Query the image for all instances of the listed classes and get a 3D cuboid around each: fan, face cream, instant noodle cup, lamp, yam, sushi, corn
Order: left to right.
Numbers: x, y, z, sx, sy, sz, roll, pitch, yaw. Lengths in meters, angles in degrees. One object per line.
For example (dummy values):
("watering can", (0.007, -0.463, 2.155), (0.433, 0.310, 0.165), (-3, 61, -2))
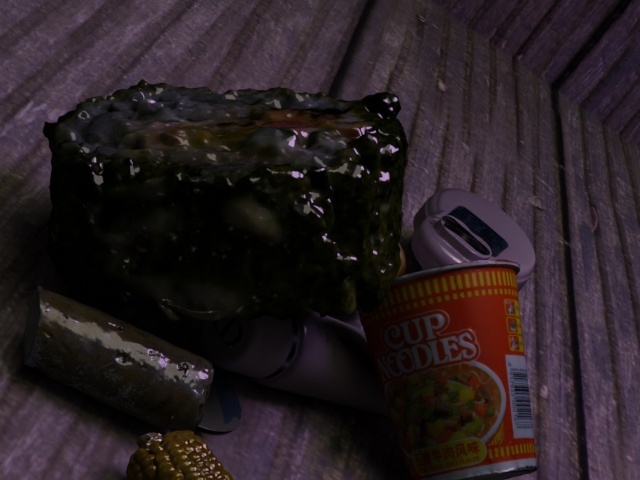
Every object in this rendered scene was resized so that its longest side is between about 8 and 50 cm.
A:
("yam", (-0.181, 0.108, 1.268), (0.179, 0.078, 0.078), (27, 24, -17))
("fan", (-0.126, 0.155, 1.352), (0.113, 0.005, 0.175), (32, 22, -10))
("corn", (-0.080, 0.244, 1.153), (0.080, 0.080, 0.238), (5, 37, -53))
("sushi", (-0.093, -0.038, 1.387), (0.352, 0.178, 0.294), (2, 21, 3))
("face cream", (0.001, 0.120, 1.522), (0.314, 0.089, 0.143), (20, 29, -50))
("instant noodle cup", (0.139, 0.147, 1.491), (0.193, 0.193, 0.212), (6, 68, -52))
("lamp", (0.198, 0.017, 1.976), (0.179, 0.108, 0.246), (38, 23, 14))

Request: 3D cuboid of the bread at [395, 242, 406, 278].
("bread", (0.000, 0.000, 1.718), (0.213, 0.105, 0.213), (29, 21, -12))
